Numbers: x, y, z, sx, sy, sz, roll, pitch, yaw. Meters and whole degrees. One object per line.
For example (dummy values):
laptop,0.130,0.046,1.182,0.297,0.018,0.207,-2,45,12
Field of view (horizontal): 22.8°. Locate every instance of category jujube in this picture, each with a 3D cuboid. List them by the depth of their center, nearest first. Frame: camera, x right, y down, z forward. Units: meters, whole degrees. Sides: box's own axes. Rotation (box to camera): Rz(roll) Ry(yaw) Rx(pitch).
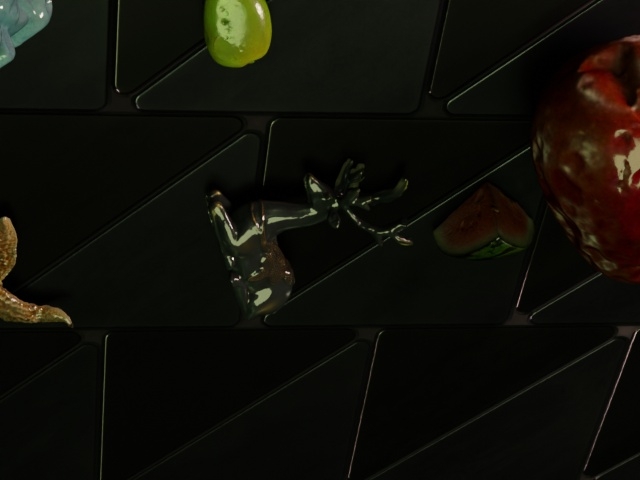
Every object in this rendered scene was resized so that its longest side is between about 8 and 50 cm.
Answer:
jujube,0.353,-0.085,1.785,0.223,0.223,0.318,-15,142,5

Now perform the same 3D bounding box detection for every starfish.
starfish,-0.425,0.057,1.879,0.277,0.062,0.235,8,131,-14

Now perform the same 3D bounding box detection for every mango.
mango,-0.089,-0.231,1.657,0.073,0.056,0.108,-17,132,0

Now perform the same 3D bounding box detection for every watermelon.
watermelon,0.205,-0.022,1.895,0.125,0.135,0.094,0,98,-6

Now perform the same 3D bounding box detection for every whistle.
whistle,-0.352,-0.239,1.529,0.093,0.186,0.274,-30,165,16

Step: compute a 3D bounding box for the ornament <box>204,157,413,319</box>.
ornament,0.000,0.000,1.882,0.236,0.080,0.202,-14,131,4
